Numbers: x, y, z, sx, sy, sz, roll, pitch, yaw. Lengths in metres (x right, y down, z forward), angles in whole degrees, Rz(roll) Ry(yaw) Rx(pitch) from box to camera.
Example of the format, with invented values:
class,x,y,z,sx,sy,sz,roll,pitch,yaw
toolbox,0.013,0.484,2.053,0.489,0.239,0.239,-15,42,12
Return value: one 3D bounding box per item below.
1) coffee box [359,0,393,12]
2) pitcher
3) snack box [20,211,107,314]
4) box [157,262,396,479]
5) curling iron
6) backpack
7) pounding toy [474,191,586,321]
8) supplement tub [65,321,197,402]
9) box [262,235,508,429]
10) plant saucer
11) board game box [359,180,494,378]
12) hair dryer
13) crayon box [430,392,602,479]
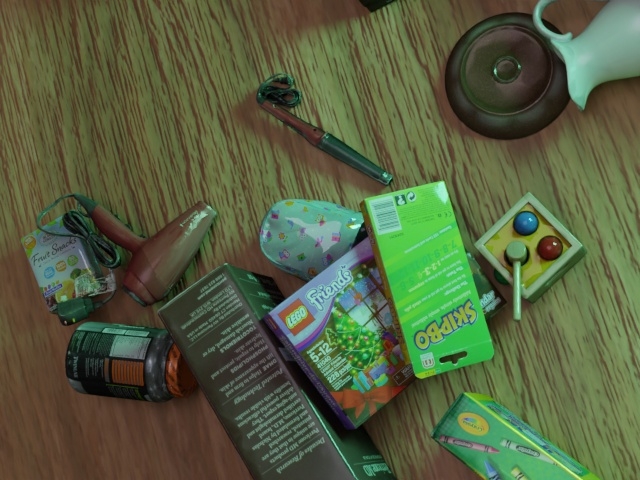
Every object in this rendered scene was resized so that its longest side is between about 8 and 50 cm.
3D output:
class,x,y,z,sx,sy,sz,roll,pitch,yaw
coffee box,0.080,-0.502,1.815,0.141,0.098,0.246,-26,75,13
pitcher,0.421,-0.307,1.658,0.207,0.125,0.177,-29,79,14
snack box,-0.425,0.039,1.933,0.100,0.037,0.141,-28,75,11
box,-0.062,0.229,1.704,0.143,0.191,0.381,-35,73,11
curling iron,0.005,-0.172,1.824,0.274,0.035,0.068,41,96,20
backpack,0.000,0.000,1.756,0.182,0.115,0.151,19,87,16
pounding toy,0.293,0.027,1.664,0.141,0.100,0.130,-45,71,7
supplement tub,-0.290,0.191,1.824,0.191,0.117,0.116,4,83,18
box,0.093,0.099,1.652,0.293,0.057,0.201,-38,89,-17
plant saucer,0.280,-0.251,1.746,0.199,0.036,0.198,-3,80,18
board game box,0.149,0.055,1.625,0.124,0.039,0.259,-13,80,-16
hair dryer,-0.306,0.001,1.861,0.294,0.080,0.223,-13,75,2
crayon box,0.296,0.319,1.585,0.278,0.165,0.081,36,94,20
